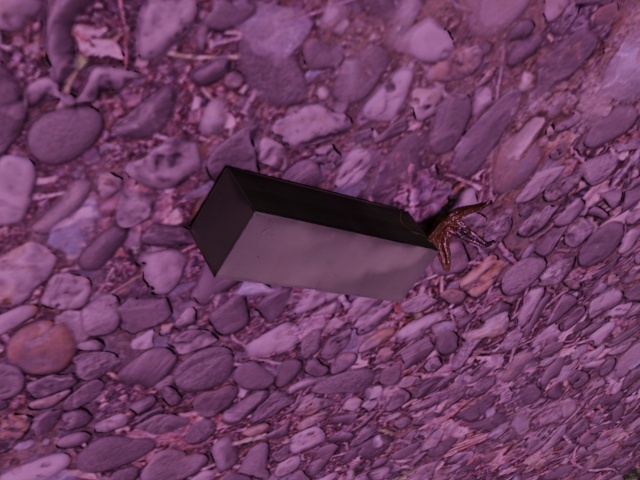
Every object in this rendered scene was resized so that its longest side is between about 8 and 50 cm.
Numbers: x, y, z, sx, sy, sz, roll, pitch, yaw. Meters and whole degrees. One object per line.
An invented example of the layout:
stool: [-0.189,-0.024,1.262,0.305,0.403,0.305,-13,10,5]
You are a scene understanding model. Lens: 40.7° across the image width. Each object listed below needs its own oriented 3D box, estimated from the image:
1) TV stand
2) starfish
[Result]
TV stand: [0.000,0.000,0.936,0.269,0.083,0.088,12,122,-41]
starfish: [0.164,-0.016,1.060,0.133,0.041,0.130,5,135,-40]
